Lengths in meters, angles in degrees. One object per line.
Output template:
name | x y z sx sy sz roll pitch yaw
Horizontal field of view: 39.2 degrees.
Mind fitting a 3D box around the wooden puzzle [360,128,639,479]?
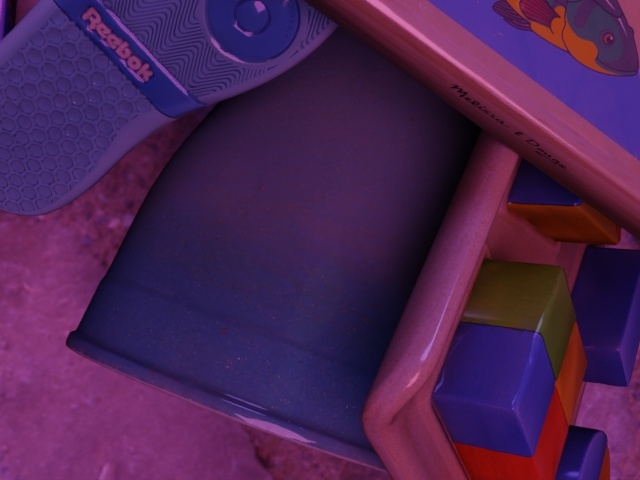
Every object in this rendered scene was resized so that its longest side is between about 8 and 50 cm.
wooden puzzle | 0.153 0.065 0.586 0.322 0.080 0.348 -63 147 -33

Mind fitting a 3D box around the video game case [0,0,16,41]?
video game case | -0.336 -0.208 0.618 0.244 0.061 0.270 6 101 -10

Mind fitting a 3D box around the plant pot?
plant pot | 0.000 0.000 0.627 0.271 0.271 0.255 22 82 -13

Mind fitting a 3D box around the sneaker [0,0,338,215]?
sneaker | -0.089 -0.157 0.577 0.319 0.208 0.127 -26 112 25

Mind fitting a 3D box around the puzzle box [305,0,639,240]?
puzzle box | 0.173 -0.161 0.455 0.408 0.052 0.272 32 83 -13
